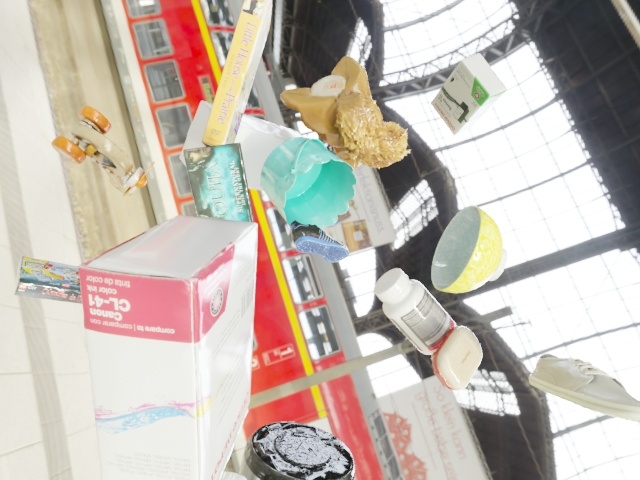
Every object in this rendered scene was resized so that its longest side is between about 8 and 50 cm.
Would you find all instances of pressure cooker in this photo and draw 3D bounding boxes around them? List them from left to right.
[{"bbox_3d":[-0.108,0.848,1.358,0.369,0.375,0.421,15,-86,48],"label":"pressure cooker"}]

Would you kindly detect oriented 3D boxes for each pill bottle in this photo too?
[{"bbox_3d":[0.345,0.259,1.594,0.318,0.176,0.176,47,-5,-15],"label":"pill bottle"}]

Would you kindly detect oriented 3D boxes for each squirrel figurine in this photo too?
[{"bbox_3d":[0.111,-0.366,1.486,0.397,0.281,0.370,48,-10,39],"label":"squirrel figurine"}]

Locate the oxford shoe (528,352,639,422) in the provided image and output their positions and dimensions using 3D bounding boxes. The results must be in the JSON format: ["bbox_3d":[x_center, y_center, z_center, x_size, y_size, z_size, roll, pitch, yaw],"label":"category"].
[{"bbox_3d":[0.763,0.412,1.229,0.449,0.169,0.130,142,-33,-83],"label":"oxford shoe"}]

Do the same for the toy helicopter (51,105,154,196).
[{"bbox_3d":[-0.593,-0.211,1.254,0.235,0.140,0.355,30,-20,-2],"label":"toy helicopter"}]

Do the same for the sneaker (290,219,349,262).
[{"bbox_3d":[0.000,0.000,1.311,0.232,0.081,0.090,21,39,-48],"label":"sneaker"}]

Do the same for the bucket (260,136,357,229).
[{"bbox_3d":[-0.042,-0.179,1.347,0.183,0.281,0.281,49,-24,35],"label":"bucket"}]

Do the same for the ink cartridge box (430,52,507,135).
[{"bbox_3d":[0.471,-0.465,1.386,0.153,0.086,0.208,58,-23,12],"label":"ink cartridge box"}]

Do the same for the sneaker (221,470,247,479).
[{"bbox_3d":[-0.195,0.451,0.680,0.095,0.235,0.090,46,9,-40],"label":"sneaker"}]

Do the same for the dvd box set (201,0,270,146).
[{"bbox_3d":[-0.227,-0.448,1.193,0.307,0.062,0.421,-139,-113,-78],"label":"dvd box set"}]

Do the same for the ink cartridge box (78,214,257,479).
[{"bbox_3d":[-0.172,0.142,0.548,0.226,0.131,0.306,-67,164,-73],"label":"ink cartridge box"}]

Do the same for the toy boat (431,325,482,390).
[{"bbox_3d":[0.449,0.403,1.482,0.151,0.231,0.151,55,-37,-5],"label":"toy boat"}]

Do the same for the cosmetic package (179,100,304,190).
[{"bbox_3d":[-0.257,-0.326,1.595,0.161,0.453,0.230,47,-61,34],"label":"cosmetic package"}]

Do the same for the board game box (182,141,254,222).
[{"bbox_3d":[-0.226,-0.118,0.960,0.026,0.126,0.186,-95,178,-71],"label":"board game box"}]

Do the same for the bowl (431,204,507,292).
[{"bbox_3d":[0.494,0.049,1.367,0.289,0.156,0.290,-158,-90,-83],"label":"bowl"}]

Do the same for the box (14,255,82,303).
[{"bbox_3d":[-0.772,0.124,1.286,0.159,0.233,0.044,42,-70,51],"label":"box"}]

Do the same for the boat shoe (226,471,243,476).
[{"bbox_3d":[-0.326,0.644,1.046,0.120,0.323,0.123,-47,121,-74],"label":"boat shoe"}]
